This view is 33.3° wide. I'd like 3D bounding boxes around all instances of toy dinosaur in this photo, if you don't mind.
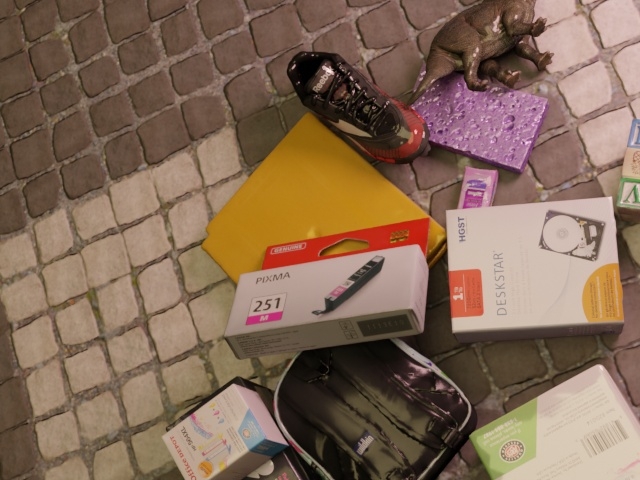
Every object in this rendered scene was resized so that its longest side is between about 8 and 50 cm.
[{"bbox_3d":[0.247,-0.304,1.620,0.313,0.121,0.160,-44,52,6],"label":"toy dinosaur"}]

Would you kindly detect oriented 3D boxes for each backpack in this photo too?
[{"bbox_3d":[0.070,0.242,1.498,0.253,0.191,0.225,38,84,17],"label":"backpack"}]

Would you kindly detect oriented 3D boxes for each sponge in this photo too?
[{"bbox_3d":[0.231,-0.188,1.633,0.210,0.031,0.117,21,85,23],"label":"sponge"}]

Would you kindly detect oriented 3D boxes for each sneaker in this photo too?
[{"bbox_3d":[0.048,-0.208,1.632,0.276,0.135,0.098,40,97,32],"label":"sneaker"}]

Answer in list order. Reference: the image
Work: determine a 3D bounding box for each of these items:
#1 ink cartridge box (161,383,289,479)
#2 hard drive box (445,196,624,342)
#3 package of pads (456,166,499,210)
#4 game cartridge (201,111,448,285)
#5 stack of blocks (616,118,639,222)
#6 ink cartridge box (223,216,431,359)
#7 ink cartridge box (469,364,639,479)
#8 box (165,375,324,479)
[{"bbox_3d":[-0.135,0.276,1.445,0.143,0.090,0.092,-37,66,5],"label":"ink cartridge box"},{"bbox_3d":[0.299,0.044,1.503,0.232,0.089,0.181,-5,75,12],"label":"hard drive box"},{"bbox_3d":[0.234,-0.067,1.602,0.050,0.032,0.083,9,80,25],"label":"package of pads"},{"bbox_3d":[0.000,0.000,1.668,0.285,0.052,0.323,-48,64,4],"label":"game cartridge"},{"bbox_3d":[0.560,-0.056,1.446,0.297,0.087,0.171,10,81,22],"label":"stack of blocks"},{"bbox_3d":[0.017,0.049,1.522,0.275,0.060,0.239,-10,41,19],"label":"ink cartridge box"},{"bbox_3d":[0.373,0.367,1.394,0.207,0.119,0.353,-31,68,10],"label":"ink cartridge box"},{"bbox_3d":[-0.082,0.342,1.548,0.142,0.163,0.247,-35,67,7],"label":"box"}]
